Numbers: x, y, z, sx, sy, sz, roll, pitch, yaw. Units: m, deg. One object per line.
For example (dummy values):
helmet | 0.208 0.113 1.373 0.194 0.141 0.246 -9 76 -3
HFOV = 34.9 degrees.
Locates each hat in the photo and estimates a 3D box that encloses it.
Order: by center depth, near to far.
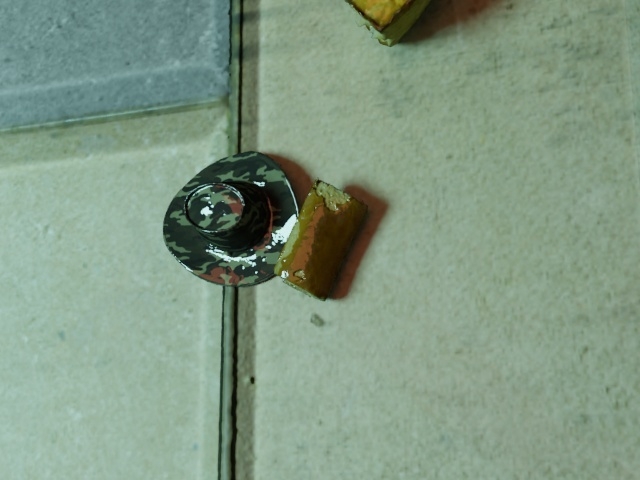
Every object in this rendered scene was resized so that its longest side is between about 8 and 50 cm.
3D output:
hat | -0.076 -0.020 0.786 0.121 0.050 0.121 -5 76 22

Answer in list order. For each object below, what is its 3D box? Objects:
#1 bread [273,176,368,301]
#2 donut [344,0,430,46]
bread | 0.000 0.000 0.761 0.047 0.036 0.083 25 86 8
donut | 0.030 -0.250 0.785 0.141 0.085 0.217 -39 68 7
